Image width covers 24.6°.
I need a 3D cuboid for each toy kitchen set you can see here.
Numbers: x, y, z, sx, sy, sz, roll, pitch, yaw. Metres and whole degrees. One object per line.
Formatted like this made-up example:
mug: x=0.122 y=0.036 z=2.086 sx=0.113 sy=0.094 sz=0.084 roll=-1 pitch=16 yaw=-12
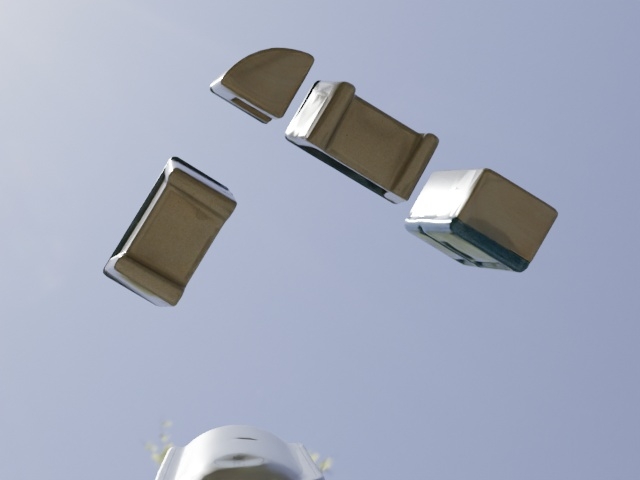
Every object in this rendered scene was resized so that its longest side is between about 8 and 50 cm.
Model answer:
toy kitchen set: x=0.000 y=0.000 z=0.877 sx=0.207 sy=0.122 sz=0.166 roll=31 pitch=-94 yaw=-9

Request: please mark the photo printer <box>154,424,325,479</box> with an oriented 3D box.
photo printer: x=-0.044 y=0.242 z=0.830 sx=0.107 sy=0.307 sz=0.256 roll=-2 pitch=-93 yaw=-4
